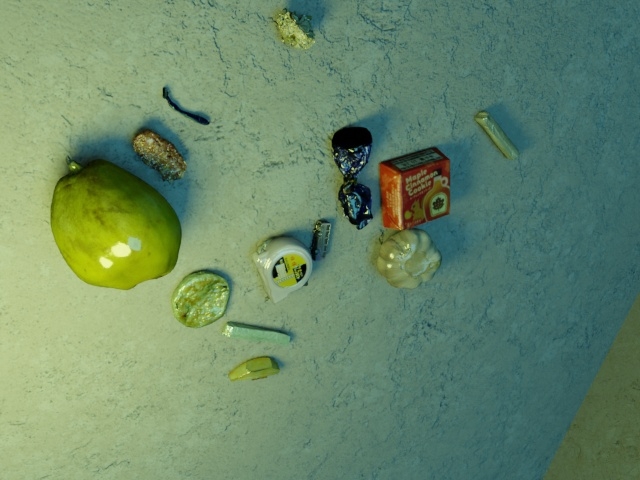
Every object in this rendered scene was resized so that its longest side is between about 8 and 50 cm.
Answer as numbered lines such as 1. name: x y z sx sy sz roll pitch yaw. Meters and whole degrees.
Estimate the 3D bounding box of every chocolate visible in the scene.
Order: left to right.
1. chocolate: 0.101 -0.175 1.973 0.148 0.126 0.344 -55 148 -48
2. chocolate: 0.321 -0.166 2.104 0.237 0.108 0.235 -17 117 -23

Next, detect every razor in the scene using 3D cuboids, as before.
1. razor: -0.357 -0.342 1.662 0.028 0.044 0.154 -36 135 25

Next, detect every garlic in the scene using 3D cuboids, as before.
1. garlic: 0.297 0.061 2.162 0.227 0.152 0.228 -6 118 -12

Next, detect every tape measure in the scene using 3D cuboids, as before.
1. tape measure: -0.113 0.078 1.958 0.178 0.105 0.196 -20 119 -14

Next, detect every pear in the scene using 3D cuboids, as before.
1. pear: -0.514 -0.044 1.559 0.287 0.287 0.375 -34 108 -14

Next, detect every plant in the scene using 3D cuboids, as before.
1. plant: -0.055 -0.582 1.700 0.122 0.104 0.117 -60 154 -25

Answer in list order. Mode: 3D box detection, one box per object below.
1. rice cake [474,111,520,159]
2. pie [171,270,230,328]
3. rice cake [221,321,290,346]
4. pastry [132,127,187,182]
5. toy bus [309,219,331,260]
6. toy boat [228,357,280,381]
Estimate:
1. rice cake: 0.628 -0.366 2.232 0.256 0.057 0.052 38 72 -37
2. pie: -0.357 0.177 1.886 0.186 0.041 0.187 -13 118 -26
3. rice cake: -0.204 0.302 2.036 0.245 0.042 0.045 15 100 -35
4. pastry: -0.421 -0.228 1.656 0.087 0.063 0.169 -39 131 0
5. toy bus: 0.000 0.000 2.027 0.052 0.037 0.131 -4 112 -35
6. toy boat: -0.215 0.428 2.076 0.172 0.065 0.066 -5 133 -27
